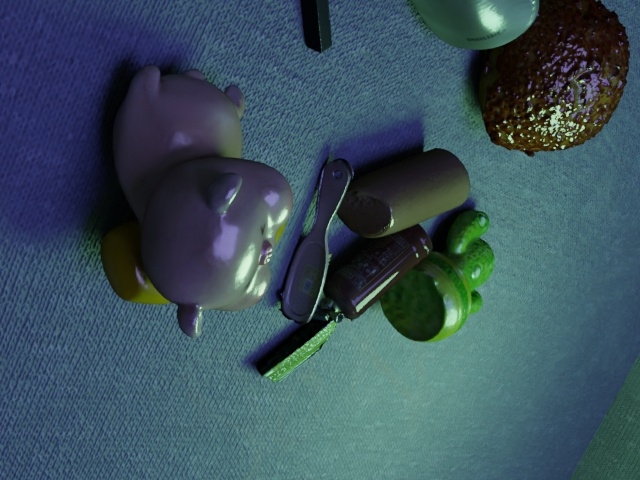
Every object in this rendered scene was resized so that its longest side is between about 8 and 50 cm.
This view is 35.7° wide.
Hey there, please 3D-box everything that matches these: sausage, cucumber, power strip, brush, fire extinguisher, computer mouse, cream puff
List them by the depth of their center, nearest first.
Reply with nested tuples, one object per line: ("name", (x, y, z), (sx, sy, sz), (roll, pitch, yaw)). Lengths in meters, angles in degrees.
("power strip", (-0.006, -0.341, 1.512), (0.029, 0.038, 0.111), (-35, 140, -29))
("computer mouse", (0.231, -0.423, 1.605), (0.331, 0.197, 0.095), (43, 41, -46))
("brush", (-0.001, -0.001, 1.763), (0.067, 0.072, 0.313), (-29, 137, -66))
("sausage", (0.151, -0.083, 1.815), (0.252, 0.123, 0.123), (-23, 132, -38))
("fire extinguisher", (0.083, 0.068, 1.861), (0.269, 0.104, 0.105), (-41, 141, -19))
("cucumber", (-0.035, 0.200, 1.878), (0.220, 0.046, 0.070), (-36, 141, -24))
("cream puff", (0.467, -0.314, 1.925), (0.350, 0.228, 0.351), (-28, 136, -31))

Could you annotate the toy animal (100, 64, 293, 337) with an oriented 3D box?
("toy animal", (-0.133, -0.051, 1.344), (0.277, 0.247, 0.345), (1, 102, -29))

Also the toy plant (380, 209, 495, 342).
("toy plant", (0.273, 0.077, 2.050), (0.315, 0.184, 0.224), (-32, 121, -46))
